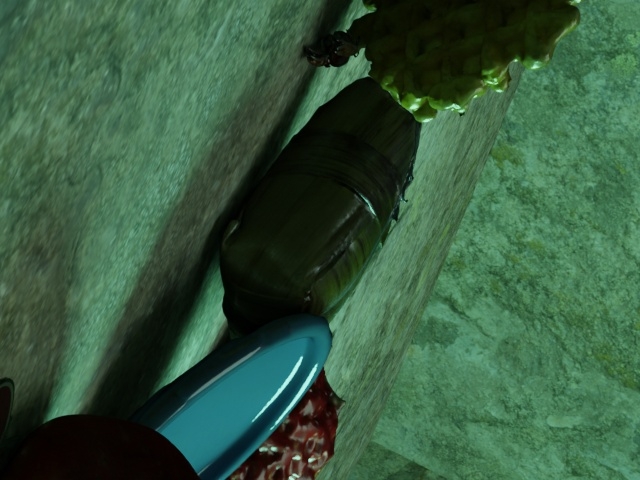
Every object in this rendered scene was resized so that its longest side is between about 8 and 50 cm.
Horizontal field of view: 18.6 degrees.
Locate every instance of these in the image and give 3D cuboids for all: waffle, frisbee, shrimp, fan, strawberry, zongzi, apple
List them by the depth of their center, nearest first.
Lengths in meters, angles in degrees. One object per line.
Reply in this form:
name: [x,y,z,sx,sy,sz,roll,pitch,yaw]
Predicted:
fan: [-0.200,0.122,1.184,0.085,0.005,0.133,-64,171,-2]
apple: [-0.140,0.183,1.260,0.147,0.156,0.158,-64,-159,7]
frisbee: [-0.110,0.150,1.536,0.289,0.049,0.289,-39,164,-14]
shrimp: [0.013,-0.153,1.569,0.092,0.038,0.029,-35,109,-73]
waffle: [0.129,-0.204,1.572,0.238,0.243,0.059,-44,128,-5]
zongzi: [0.000,0.000,1.653,0.221,0.112,0.242,-52,167,-23]
strawberry: [-0.076,0.228,1.846,0.306,0.137,0.233,-63,173,-20]
